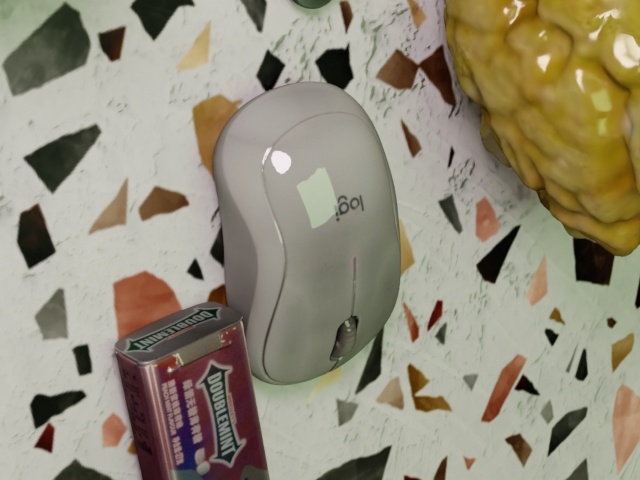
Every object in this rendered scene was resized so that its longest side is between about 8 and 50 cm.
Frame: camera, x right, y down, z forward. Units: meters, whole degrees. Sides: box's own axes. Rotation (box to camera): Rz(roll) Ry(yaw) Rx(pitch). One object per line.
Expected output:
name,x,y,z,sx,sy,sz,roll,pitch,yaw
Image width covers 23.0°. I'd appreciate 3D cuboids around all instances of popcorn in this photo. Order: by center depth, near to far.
popcorn,0.312,-0.183,1.516,0.344,0.354,0.390,-30,123,-8

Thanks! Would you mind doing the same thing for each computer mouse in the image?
computer mouse,0.000,0.000,1.463,0.184,0.121,0.297,-19,113,-35

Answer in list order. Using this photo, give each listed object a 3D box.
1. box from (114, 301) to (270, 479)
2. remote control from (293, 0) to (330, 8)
box,-0.113,0.181,1.454,0.120,0.069,0.224,-26,118,-32
remote control,0.043,-0.304,1.460,0.222,0.042,0.072,-47,126,-18
